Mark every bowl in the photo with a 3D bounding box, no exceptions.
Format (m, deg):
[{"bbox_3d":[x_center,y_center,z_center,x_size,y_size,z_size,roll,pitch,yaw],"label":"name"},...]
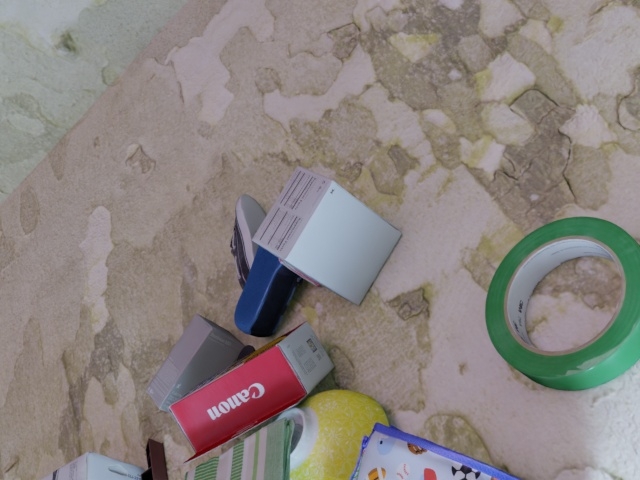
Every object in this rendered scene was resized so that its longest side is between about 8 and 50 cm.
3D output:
[{"bbox_3d":[-0.014,0.420,1.763,0.289,0.156,0.289,-36,36,32],"label":"bowl"}]

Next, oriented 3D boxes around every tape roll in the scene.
[{"bbox_3d":[0.462,0.114,1.602,0.321,0.077,0.321,-24,50,32],"label":"tape roll"}]

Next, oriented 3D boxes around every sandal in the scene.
[{"bbox_3d":[-0.159,0.339,2.092,0.067,0.040,0.179,-34,59,29],"label":"sandal"}]

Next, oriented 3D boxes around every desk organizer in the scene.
[{"bbox_3d":[-0.421,0.566,2.176,0.047,0.050,0.130,-39,43,18],"label":"desk organizer"}]

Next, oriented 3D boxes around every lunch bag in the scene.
[{"bbox_3d":[0.198,0.511,1.433,0.385,0.239,0.327,16,74,28],"label":"lunch bag"}]

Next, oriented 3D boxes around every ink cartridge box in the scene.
[{"bbox_3d":[-0.596,0.653,2.175,0.273,0.197,0.114,-34,46,24],"label":"ink cartridge box"},{"bbox_3d":[-0.159,0.328,1.889,0.309,0.272,0.130,-32,89,18],"label":"ink cartridge box"}]

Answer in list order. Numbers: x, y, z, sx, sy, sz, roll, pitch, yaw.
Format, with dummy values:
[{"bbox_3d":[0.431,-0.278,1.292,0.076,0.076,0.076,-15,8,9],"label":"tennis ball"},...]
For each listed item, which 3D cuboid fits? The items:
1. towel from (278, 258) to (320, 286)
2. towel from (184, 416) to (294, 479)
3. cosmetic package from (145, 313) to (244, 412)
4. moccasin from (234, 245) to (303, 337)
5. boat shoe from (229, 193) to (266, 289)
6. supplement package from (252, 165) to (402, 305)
[{"bbox_3d":[0.000,0.000,2.079,0.197,0.144,0.029,-57,35,-3],"label":"towel"},{"bbox_3d":[-0.174,0.508,1.706,0.325,0.038,0.248,-36,32,30],"label":"towel"},{"bbox_3d":[-0.315,0.320,2.185,0.238,0.127,0.107,-56,40,2],"label":"cosmetic package"},{"bbox_3d":[-0.101,0.077,2.147,0.138,0.117,0.342,28,89,45],"label":"moccasin"},{"bbox_3d":[-0.195,0.005,2.305,0.102,0.108,0.301,-37,47,25],"label":"boat shoe"},{"bbox_3d":[0.018,-0.008,1.975,0.145,0.262,0.204,26,84,51],"label":"supplement package"}]
